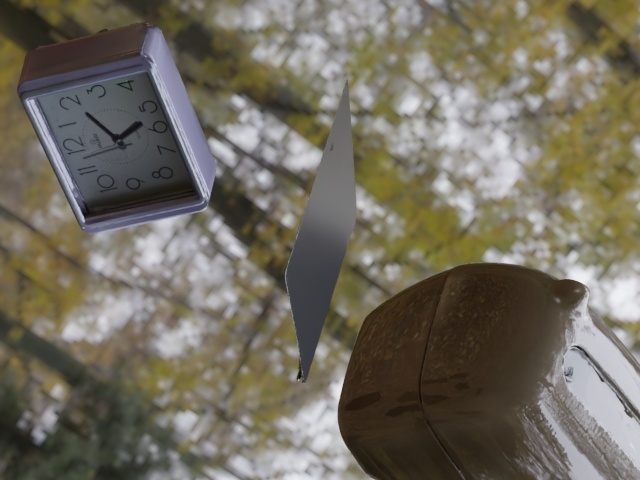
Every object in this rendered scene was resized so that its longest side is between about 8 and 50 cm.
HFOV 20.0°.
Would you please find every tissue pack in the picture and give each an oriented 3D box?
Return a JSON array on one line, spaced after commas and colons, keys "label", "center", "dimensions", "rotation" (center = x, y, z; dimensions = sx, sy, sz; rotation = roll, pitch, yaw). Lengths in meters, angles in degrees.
[{"label": "tissue pack", "center": [0.230, 0.213, 2.026], "dimensions": [0.277, 0.387, 0.267], "rotation": [-18, -144, 39]}]

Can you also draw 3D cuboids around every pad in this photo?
[{"label": "pad", "center": [0.001, 0.000, 1.399], "dimensions": [0.265, 0.009, 0.159], "rotation": [84, 22, -68]}]

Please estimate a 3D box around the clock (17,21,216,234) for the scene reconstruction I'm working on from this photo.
[{"label": "clock", "center": [-0.201, -0.109, 1.791], "dimensions": [0.144, 0.193, 0.073], "rotation": [-12, -144, 13]}]
